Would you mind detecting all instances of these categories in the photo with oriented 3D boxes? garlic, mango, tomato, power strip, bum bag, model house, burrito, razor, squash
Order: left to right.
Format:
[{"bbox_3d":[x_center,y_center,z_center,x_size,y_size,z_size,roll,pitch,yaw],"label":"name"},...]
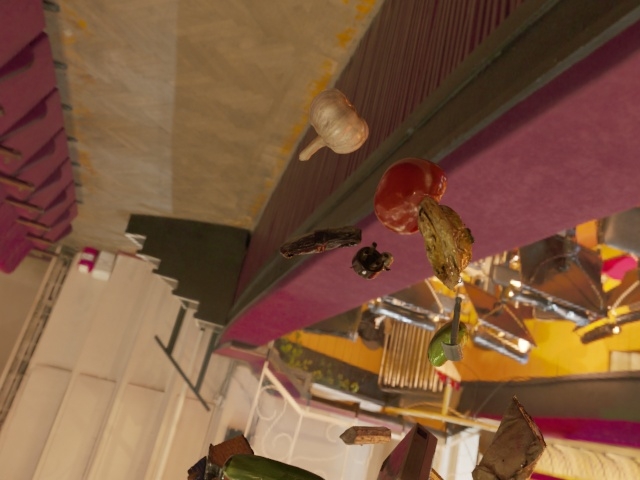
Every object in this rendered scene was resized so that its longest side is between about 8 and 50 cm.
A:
[{"bbox_3d":[-0.297,0.697,1.519,0.172,0.183,0.166,-5,-143,-36],"label":"model house"},{"bbox_3d":[-0.093,0.578,1.225,0.292,0.082,0.082,24,158,-13],"label":"squash"},{"bbox_3d":[0.000,-0.001,1.489,0.247,0.102,0.069,-9,130,-9],"label":"bum bag"},{"bbox_3d":[0.010,-0.312,1.464,0.226,0.199,0.199,-37,135,22],"label":"garlic"},{"bbox_3d":[0.319,-0.164,1.855,0.226,0.299,0.299,26,162,10],"label":"tomato"},{"bbox_3d":[0.434,0.900,1.892,0.064,0.044,0.305,-2,136,49],"label":"power strip"},{"bbox_3d":[0.475,0.384,1.906,0.125,0.111,0.233,-8,135,-29],"label":"mango"},{"bbox_3d":[0.478,0.302,1.812,0.068,0.232,0.106,0,138,23],"label":"razor"},{"bbox_3d":[0.610,0.662,1.603,0.175,0.348,0.107,6,141,52],"label":"burrito"}]

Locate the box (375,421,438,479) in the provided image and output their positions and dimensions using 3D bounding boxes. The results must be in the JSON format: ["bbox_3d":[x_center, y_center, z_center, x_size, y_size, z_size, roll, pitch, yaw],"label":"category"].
[{"bbox_3d":[0.160,0.470,1.008,0.058,0.141,0.201,37,-161,11],"label":"box"}]

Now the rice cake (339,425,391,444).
[{"bbox_3d":[0.146,0.608,1.586,0.057,0.052,0.256,-29,148,22],"label":"rice cake"}]

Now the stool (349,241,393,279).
[{"bbox_3d":[0.220,0.081,2.047,0.217,0.125,0.121,-2,148,-32],"label":"stool"}]

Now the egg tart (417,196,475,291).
[{"bbox_3d":[0.374,0.005,1.494,0.107,0.291,0.291,-19,157,-1],"label":"egg tart"}]
